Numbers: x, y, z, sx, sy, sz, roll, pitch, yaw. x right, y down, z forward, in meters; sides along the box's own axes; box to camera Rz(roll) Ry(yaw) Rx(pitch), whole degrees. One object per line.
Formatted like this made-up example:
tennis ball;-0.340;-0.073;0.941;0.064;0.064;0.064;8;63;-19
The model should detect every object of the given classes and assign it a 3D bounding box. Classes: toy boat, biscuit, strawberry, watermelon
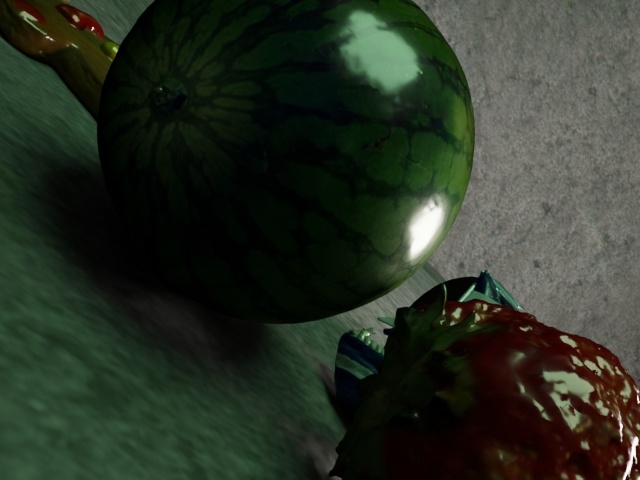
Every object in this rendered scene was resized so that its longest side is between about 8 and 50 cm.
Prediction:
toy boat;0.129;0.127;0.758;0.210;0.070;0.292;16;45;7
biscuit;-0.300;-0.247;0.864;0.432;0.064;0.283;48;11;7
strawberry;0.154;0.185;0.518;0.277;0.257;0.257;31;12;-6
watermelon;-0.031;-0.086;0.606;0.363;0.363;0.363;45;11;-11

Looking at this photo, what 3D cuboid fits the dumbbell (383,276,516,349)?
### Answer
dumbbell;0.260;0.223;0.944;0.322;0.204;0.204;44;11;-18
